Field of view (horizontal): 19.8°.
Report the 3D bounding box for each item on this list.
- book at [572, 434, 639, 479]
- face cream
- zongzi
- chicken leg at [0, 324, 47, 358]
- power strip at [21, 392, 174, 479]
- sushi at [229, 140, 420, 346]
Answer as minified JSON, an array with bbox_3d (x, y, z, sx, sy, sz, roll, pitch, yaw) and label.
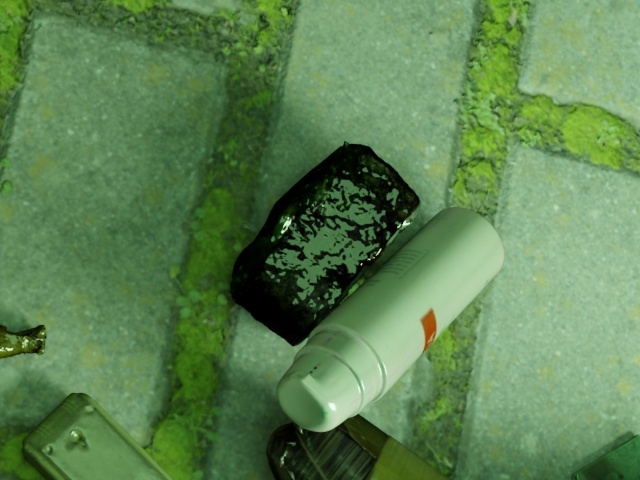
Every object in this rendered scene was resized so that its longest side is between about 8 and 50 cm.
[{"bbox_3d":[0.355,0.304,2.087,0.103,0.017,0.135,-27,89,-21],"label":"book"},{"bbox_3d":[0.072,0.086,1.930,0.102,0.102,0.345,50,47,-3],"label":"face cream"},{"bbox_3d":[0.020,0.359,1.926,0.289,0.154,0.317,35,95,7],"label":"zongzi"},{"bbox_3d":[-0.365,0.100,1.880,0.178,0.070,0.093,-1,74,-25],"label":"chicken leg"},{"bbox_3d":[-0.148,0.321,1.906,0.387,0.066,0.092,46,69,-2],"label":"power strip"},{"bbox_3d":[0.000,0.000,1.979,0.127,0.124,0.225,41,77,0],"label":"sushi"}]
